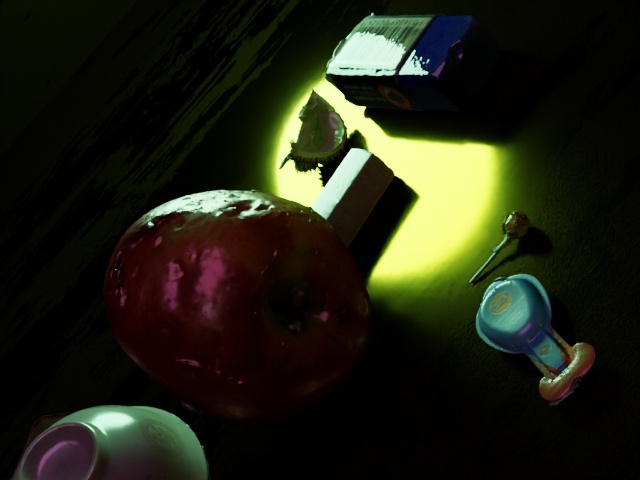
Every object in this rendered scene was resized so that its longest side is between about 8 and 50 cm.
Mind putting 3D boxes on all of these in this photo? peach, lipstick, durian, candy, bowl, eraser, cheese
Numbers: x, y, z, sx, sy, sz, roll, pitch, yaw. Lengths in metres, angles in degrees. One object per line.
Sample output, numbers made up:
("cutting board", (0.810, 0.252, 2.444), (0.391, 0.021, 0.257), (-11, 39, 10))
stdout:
("peach", (-0.129, 0.082, 1.950), (0.339, 0.353, 0.416), (-55, 23, -16))
("lipstick", (0.000, 0.000, 2.132), (0.317, 0.066, 0.068), (-56, 31, -10))
("durian", (-0.017, -0.172, 2.306), (0.086, 0.100, 0.215), (-29, 30, 36))
("candy", (0.245, 0.011, 1.847), (0.123, 0.035, 0.035), (-53, 41, 14))
("bowl", (-0.352, 0.368, 2.004), (0.346, 0.157, 0.345), (-16, 50, 19))
("eraser", (0.151, -0.300, 2.232), (0.332, 0.101, 0.155), (13, 66, 55))
("cheese", (0.266, 0.117, 1.692), (0.106, 0.037, 0.256), (-47, 32, 7))

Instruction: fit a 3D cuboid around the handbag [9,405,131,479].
("handbag", (-0.421, 0.404, 2.233), (0.276, 0.084, 0.260), (-14, 43, 43))
